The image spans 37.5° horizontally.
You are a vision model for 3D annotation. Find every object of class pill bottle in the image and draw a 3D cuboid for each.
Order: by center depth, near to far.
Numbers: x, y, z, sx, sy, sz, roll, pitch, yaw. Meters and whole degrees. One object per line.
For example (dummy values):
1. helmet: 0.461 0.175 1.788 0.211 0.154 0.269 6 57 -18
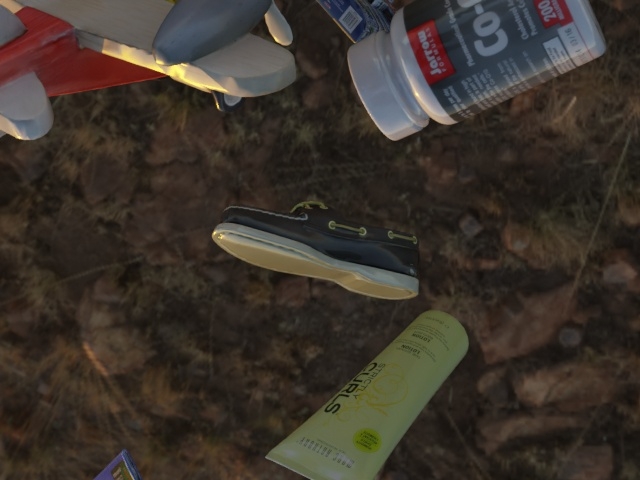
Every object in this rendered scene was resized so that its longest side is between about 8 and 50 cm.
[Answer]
1. pill bottle: 0.187 -0.241 1.155 0.283 0.161 0.161 -24 119 22

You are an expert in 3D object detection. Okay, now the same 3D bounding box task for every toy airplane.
1. toy airplane: -0.224 -0.252 0.951 0.386 0.384 0.273 6 117 -10

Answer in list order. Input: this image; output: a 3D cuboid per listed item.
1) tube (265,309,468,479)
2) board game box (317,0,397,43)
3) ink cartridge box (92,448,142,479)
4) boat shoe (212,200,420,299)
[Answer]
1. tube: 0.058 0.145 0.858 0.070 0.240 0.062 -28 97 45
2. board game box: 0.065 -0.365 1.440 0.060 0.194 0.194 -48 65 23
3. ink cartridge box: -0.110 0.311 0.640 0.311 0.065 0.186 65 149 12
4. boat shoe: 0.000 0.000 0.941 0.227 0.069 0.081 18 160 -26
